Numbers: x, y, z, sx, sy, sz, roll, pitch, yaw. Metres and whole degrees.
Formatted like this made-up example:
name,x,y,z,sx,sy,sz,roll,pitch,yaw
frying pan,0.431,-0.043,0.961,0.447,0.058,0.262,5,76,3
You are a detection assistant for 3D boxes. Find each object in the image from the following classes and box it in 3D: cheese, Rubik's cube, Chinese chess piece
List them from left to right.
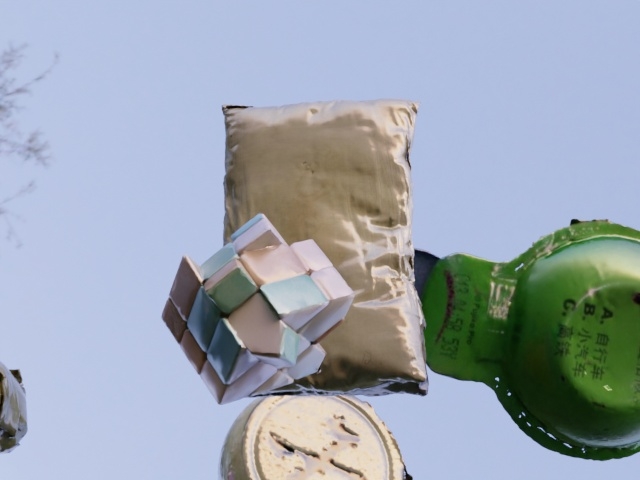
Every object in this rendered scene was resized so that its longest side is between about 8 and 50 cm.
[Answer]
name,x,y,z,sx,sy,sz,roll,pitch,yaw
Rubik's cube,-0.026,0.026,0.539,0.075,0.084,0.073,38,-47,19
Chinese chess piece,-0.008,0.280,1.364,0.238,0.238,0.092,36,-42,5
cheese,0.193,0.075,0.949,0.321,0.083,0.203,11,-92,-5

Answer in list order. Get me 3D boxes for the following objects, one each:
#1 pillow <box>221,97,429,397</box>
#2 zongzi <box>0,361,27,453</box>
name,x,y,z,sx,sy,sz,roll,pitch,yaw
pillow,0.000,0.000,0.784,0.148,0.050,0.229,-2,-117,4
zongzi,-0.244,0.075,0.586,0.154,0.130,0.062,-6,-119,9
